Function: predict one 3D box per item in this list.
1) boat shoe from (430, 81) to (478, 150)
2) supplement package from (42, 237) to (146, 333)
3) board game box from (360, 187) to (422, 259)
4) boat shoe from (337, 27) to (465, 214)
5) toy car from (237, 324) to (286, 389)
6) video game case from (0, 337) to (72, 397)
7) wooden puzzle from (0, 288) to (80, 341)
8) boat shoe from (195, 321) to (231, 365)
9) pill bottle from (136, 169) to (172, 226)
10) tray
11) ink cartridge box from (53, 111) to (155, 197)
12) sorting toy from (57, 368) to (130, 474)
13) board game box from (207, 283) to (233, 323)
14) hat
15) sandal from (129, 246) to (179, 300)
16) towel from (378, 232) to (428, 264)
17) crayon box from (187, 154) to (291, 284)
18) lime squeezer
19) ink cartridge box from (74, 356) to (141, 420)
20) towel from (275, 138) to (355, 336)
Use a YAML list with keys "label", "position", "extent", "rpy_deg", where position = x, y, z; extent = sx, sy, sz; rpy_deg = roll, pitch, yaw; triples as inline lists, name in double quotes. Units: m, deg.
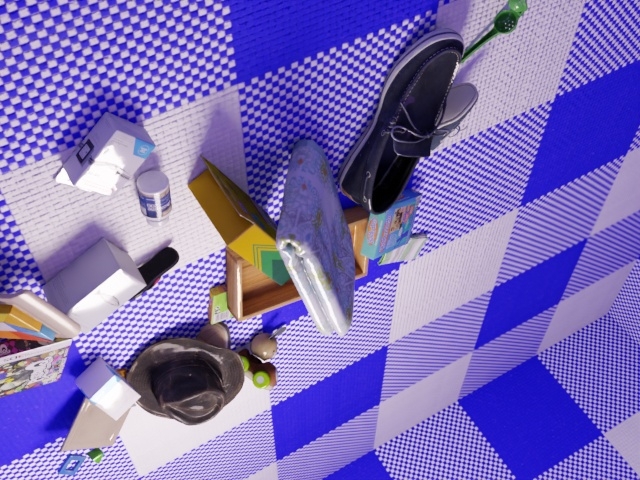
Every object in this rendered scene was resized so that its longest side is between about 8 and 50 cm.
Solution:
- label: "boat shoe"
  position: [0.306, -0.296, 1.999]
  extent: [0.254, 0.095, 0.079]
  rpy_deg: [-46, 146, 17]
- label: "supplement package"
  position: [-0.495, 0.100, 1.721]
  extent: [0.179, 0.105, 0.105]
  rpy_deg: [-39, 146, 3]
- label: "board game box"
  position: [0.196, -0.048, 2.166]
  extent: [0.210, 0.047, 0.160]
  rpy_deg: [-21, 130, -55]
- label: "boat shoe"
  position: [0.210, -0.269, 1.881]
  extent: [0.187, 0.156, 0.500]
  rpy_deg: [1, 131, -40]
- label: "toy car"
  position: [-0.159, 0.336, 2.348]
  extent: [0.188, 0.149, 0.155]
  rpy_deg: [-55, 171, -5]
- label: "video game case"
  position: [-0.689, 0.287, 1.795]
  extent: [0.210, 0.042, 0.232]
  rpy_deg: [-13, 153, -34]
- label: "wooden puzzle"
  position: [-0.648, 0.161, 1.604]
  extent: [0.238, 0.044, 0.221]
  rpy_deg: [-4, 152, 15]
- label: "boat shoe"
  position: [-0.298, 0.335, 2.242]
  extent: [0.092, 0.103, 0.285]
  rpy_deg: [-39, 147, -50]
- label: "pill bottle"
  position: [-0.349, -0.085, 1.658]
  extent: [0.067, 0.067, 0.120]
  rpy_deg: [-23, 146, -22]
- label: "tray"
  position: [-0.054, 0.056, 2.095]
  extent: [0.411, 0.076, 0.203]
  rpy_deg: [-18, 131, -27]
- label: "ink cartridge box"
  position: [-0.416, -0.149, 1.513]
  extent: [0.180, 0.060, 0.104]
  rpy_deg: [-47, 148, 16]
- label: "sorting toy"
  position: [-0.612, 0.488, 2.155]
  extent: [0.196, 0.047, 0.348]
  rpy_deg: [9, 112, -56]
- label: "board game box"
  position: [-0.183, 0.141, 2.150]
  extent: [0.259, 0.039, 0.124]
  rpy_deg: [-16, 142, -26]
- label: "hat"
  position: [-0.359, 0.418, 2.125]
  extent: [0.331, 0.134, 0.331]
  rpy_deg: [-7, 128, -10]
- label: "sandal"
  position: [-0.403, 0.084, 1.835]
  extent: [0.179, 0.067, 0.040]
  rpy_deg: [-36, 160, -6]
- label: "towel"
  position: [0.259, 0.031, 2.452]
  extent: [0.152, 0.023, 0.113]
  rpy_deg: [-10, 139, -36]
- label: "crayon box"
  position: [-0.175, -0.040, 1.763]
  extent: [0.081, 0.202, 0.318]
  rpy_deg: [-39, 147, 4]
- label: "lime squeezer"
  position: [0.429, -0.538, 1.831]
  extent: [0.110, 0.059, 0.310]
  rpy_deg: [-2, 149, -24]
- label: "ink cartridge box"
  position: [-0.543, 0.387, 2.023]
  extent: [0.090, 0.092, 0.143]
  rpy_deg: [-45, 137, -13]
- label: "towel"
  position: [0.000, 0.000, 1.834]
  extent: [0.090, 0.320, 0.374]
  rpy_deg: [-10, 135, 15]
